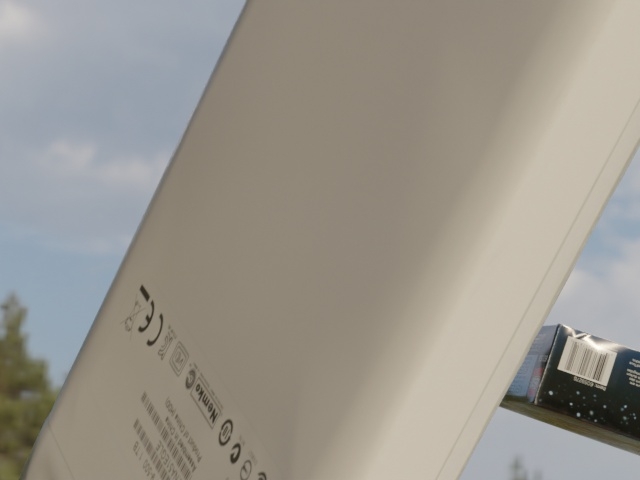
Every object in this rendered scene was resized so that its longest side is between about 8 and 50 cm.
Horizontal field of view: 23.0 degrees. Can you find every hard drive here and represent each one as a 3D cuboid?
[{"bbox_3d":[0.000,0.000,0.573,0.047,0.353,0.233,19,14,-29],"label":"hard drive"}]

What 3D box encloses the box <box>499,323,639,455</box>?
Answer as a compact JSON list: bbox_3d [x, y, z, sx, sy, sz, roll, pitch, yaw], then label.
[{"bbox_3d":[0.210,0.104,0.844,0.233,0.044,0.159,19,-7,-4],"label":"box"}]
